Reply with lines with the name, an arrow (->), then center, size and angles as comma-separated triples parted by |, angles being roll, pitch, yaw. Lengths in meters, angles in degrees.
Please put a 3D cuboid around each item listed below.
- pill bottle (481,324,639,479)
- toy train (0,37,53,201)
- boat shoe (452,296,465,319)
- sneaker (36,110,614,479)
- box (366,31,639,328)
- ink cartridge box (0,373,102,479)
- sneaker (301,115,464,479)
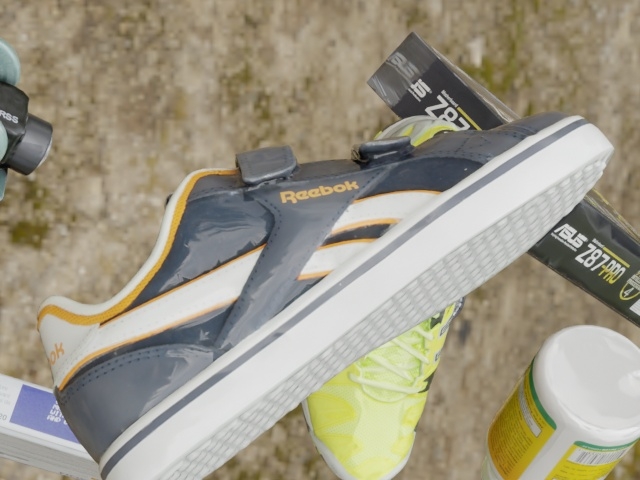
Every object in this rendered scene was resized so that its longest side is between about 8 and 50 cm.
pill bottle -> 0.222, 0.177, 1.304 | 0.117, 0.117, 0.208 | -58, 173, -37
toy train -> -0.399, -0.114, 1.179 | 0.334, 0.190, 0.142 | 25, 38, -26
boat shoe -> 0.120, 0.050, 1.684 | 0.340, 0.158, 0.127 | 30, 88, -51
sneaker -> 0.000, 0.000, 0.737 | 0.321, 0.127, 0.126 | -32, 162, -15
box -> 0.263, -0.063, 1.724 | 0.097, 0.318, 0.395 | -48, 144, 11
ink cartridge box -> -0.374, 0.202, 1.623 | 0.330, 0.324, 0.071 | 131, -24, -74
sneaker -> 0.069, 0.060, 1.412 | 0.147, 0.145, 0.384 | -170, -90, -79
